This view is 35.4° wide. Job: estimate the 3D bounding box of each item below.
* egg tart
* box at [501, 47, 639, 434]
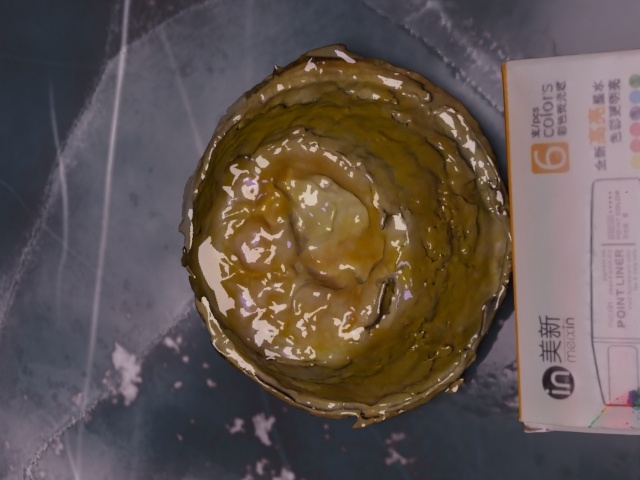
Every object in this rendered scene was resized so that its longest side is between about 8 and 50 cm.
[{"bbox_3d":[0.000,0.000,0.803,0.315,0.120,0.315,2,96,24],"label":"egg tart"},{"bbox_3d":[0.244,0.000,0.701,0.221,0.091,0.274,1,95,27],"label":"box"}]
